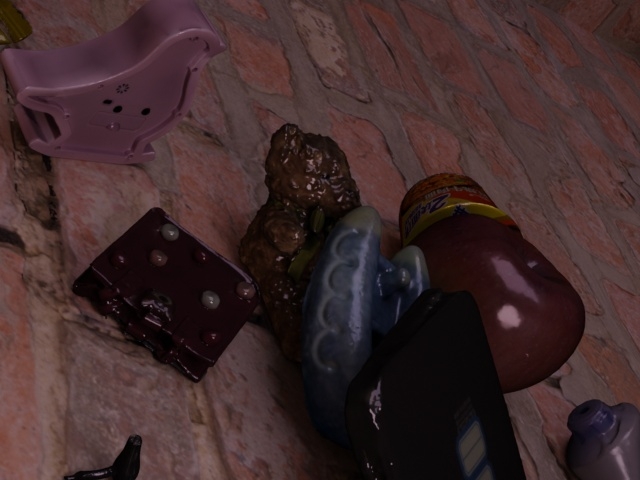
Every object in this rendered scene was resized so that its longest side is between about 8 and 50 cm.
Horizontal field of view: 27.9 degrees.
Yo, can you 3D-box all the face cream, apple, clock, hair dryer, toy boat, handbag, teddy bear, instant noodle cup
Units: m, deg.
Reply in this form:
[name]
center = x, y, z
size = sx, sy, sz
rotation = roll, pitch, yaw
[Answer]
[face cream]
center = 0.542, 0.423, 2.044
size = 0.420, 0.137, 0.235
rotation = 49, 25, -8
[apple]
center = 0.249, 0.107, 1.975
size = 0.306, 0.235, 0.305
rotation = 35, 16, -12
[clock]
center = -0.297, -0.225, 1.764
size = 0.290, 0.275, 0.080
rotation = 0, 51, -47
[hair dryer]
center = -0.232, 0.243, 1.381
size = 0.083, 0.079, 0.031
rotation = -8, 48, -29
[toy boat]
center = 0.082, 0.122, 1.728
size = 0.215, 0.123, 0.329
rotation = 43, 51, -41
[handbag]
center = -0.193, 0.065, 1.675
size = 0.203, 0.074, 0.216
rotation = 39, 28, -1
[teddy bear]
center = 0.007, 0.006, 1.848
size = 0.246, 0.222, 0.296
rotation = -1, 48, -54
[instant noodle cup]
center = 0.225, -0.007, 2.174
size = 0.213, 0.213, 0.174
rotation = 29, 21, -20

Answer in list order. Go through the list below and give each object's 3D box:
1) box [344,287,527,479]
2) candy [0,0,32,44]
[box]
center = 0.151, 0.266, 1.605
size = 0.359, 0.091, 0.350
rotation = -41, 116, -59
[candy]
center = -0.563, -0.328, 1.798
size = 0.297, 0.081, 0.187
rotation = -14, 58, -44
